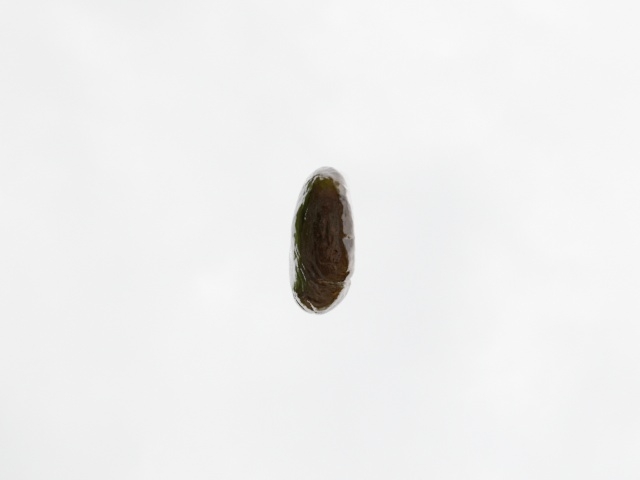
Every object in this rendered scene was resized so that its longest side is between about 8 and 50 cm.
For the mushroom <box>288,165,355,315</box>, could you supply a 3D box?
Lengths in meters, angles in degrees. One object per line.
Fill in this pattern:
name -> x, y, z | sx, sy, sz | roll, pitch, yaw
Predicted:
mushroom -> 0.000, 0.000, 1.302 | 0.052, 0.123, 0.123 | 8, -73, -6
